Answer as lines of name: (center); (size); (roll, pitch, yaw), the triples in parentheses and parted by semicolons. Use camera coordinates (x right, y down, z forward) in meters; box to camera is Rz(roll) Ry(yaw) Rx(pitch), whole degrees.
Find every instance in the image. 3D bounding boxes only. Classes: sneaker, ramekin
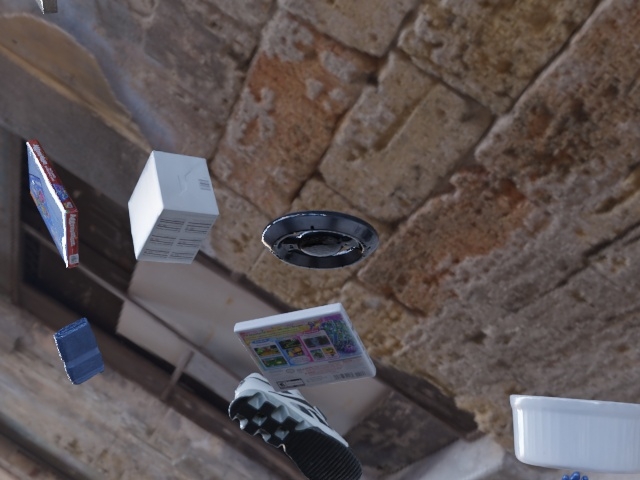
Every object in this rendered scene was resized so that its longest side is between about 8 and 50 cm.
sneaker: (-0.038, 0.394, 1.632); (0.122, 0.330, 0.146); (-45, 11, 19)
ramekin: (0.526, 0.392, 1.548); (0.277, 0.277, 0.135); (133, 142, -77)

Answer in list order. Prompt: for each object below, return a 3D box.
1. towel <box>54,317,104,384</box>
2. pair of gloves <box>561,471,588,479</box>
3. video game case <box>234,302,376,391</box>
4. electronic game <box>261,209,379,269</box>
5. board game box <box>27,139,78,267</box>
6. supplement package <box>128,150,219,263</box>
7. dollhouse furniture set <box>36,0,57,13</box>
towel: (-0.427, 0.198, 1.351); (0.067, 0.029, 0.120); (-27, -49, -28)
pair of gloves: (0.472, 0.483, 1.322); (0.023, 0.198, 0.159); (-131, 52, -80)
video game case: (-0.019, 0.152, 1.053); (0.157, 0.143, 0.019); (-13, 39, 19)
electronic game: (0.000, 0.000, 1.486); (0.229, 0.229, 0.048); (127, 149, -59)
board game box: (-0.575, -0.083, 1.632); (0.027, 0.281, 0.145); (-12, -46, -31)
supplement package: (-0.373, -0.079, 1.913); (0.203, 0.149, 0.194); (-53, 42, 40)
dollhouse furniture set: (-0.440, -0.490, 1.340); (0.144, 0.123, 0.151); (50, 142, 46)
